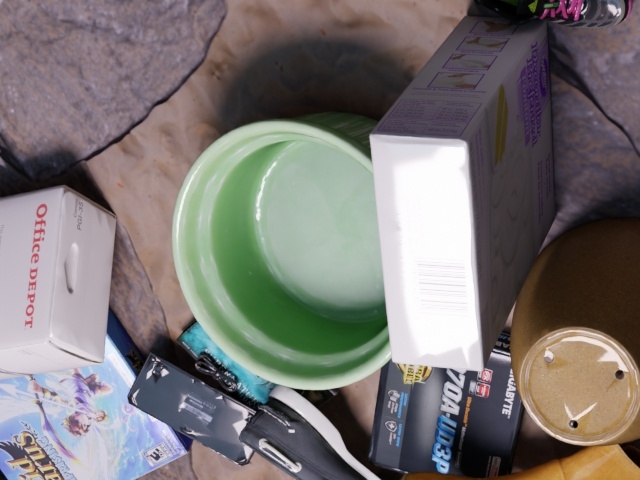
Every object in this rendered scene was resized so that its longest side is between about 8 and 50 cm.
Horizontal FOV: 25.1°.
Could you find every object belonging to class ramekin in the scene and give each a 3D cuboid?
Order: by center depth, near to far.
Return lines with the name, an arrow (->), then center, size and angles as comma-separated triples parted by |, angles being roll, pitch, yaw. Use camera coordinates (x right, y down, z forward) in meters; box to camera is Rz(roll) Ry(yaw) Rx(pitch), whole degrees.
ramekin -> 0.000, 0.000, 1.605 | 0.303, 0.148, 0.303 | 8, 109, 25

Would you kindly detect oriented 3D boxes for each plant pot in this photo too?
plant pot -> 0.292, 0.115, 1.475 | 0.237, 0.254, 0.237 | 4, 103, 19

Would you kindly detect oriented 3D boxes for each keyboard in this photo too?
keyboard -> -0.149, 0.203, 1.844 | 0.180, 0.023, 0.108 | 29, 106, 2

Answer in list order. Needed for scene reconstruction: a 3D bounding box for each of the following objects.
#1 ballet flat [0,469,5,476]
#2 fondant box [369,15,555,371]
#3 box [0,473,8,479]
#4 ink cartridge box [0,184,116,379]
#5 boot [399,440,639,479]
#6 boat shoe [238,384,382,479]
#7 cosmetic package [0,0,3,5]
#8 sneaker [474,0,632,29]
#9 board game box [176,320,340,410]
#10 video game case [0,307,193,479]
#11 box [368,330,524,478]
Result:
ballet flat -> -0.438, 0.314, 2.047 | 0.072, 0.068, 0.213 | 29, 119, 15
fondant box -> 0.151, -0.058, 1.425 | 0.096, 0.330, 0.238 | 3, 118, 20
box -> -0.422, 0.425, 1.962 | 0.261, 0.184, 0.103 | 26, 118, -25
ink cartridge box -> -0.404, 0.065, 1.799 | 0.283, 0.207, 0.117 | -10, 156, 27
boot -> 0.254, 0.281, 1.658 | 0.295, 0.104, 0.211 | 27, 123, -35
boat shoe -> 0.021, 0.310, 1.796 | 0.302, 0.091, 0.114 | 45, 164, -10
cosmetic package -> -0.484, -0.346, 1.704 | 0.239, 0.060, 0.099 | 40, 126, -2
sneaker -> 0.226, -0.243, 1.446 | 0.170, 0.075, 0.063 | 17, 122, 14
board game box -> -0.079, 0.155, 1.828 | 0.186, 0.026, 0.126 | 45, 125, -5
video game case -> -0.342, 0.218, 1.916 | 0.244, 0.061, 0.269 | -28, 104, 16
box -> 0.156, 0.196, 1.733 | 0.175, 0.051, 0.220 | 16, 122, 14
